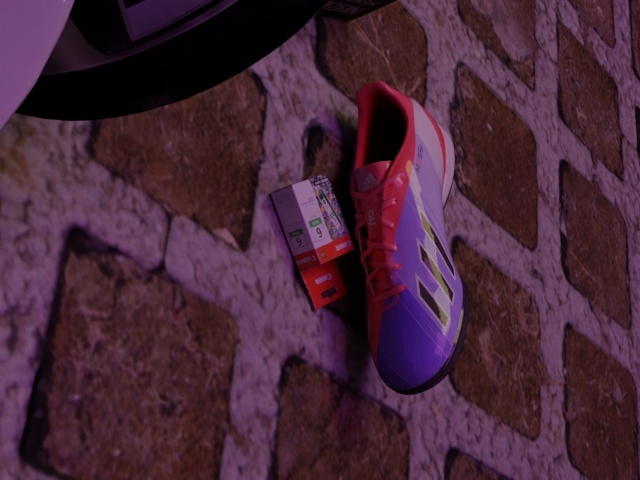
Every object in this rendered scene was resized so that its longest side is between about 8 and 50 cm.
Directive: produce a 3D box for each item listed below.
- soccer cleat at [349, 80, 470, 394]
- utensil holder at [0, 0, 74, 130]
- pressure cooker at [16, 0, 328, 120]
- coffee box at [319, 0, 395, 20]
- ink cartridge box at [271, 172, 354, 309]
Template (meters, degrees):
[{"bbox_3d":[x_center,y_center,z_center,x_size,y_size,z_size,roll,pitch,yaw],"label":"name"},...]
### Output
[{"bbox_3d":[0.070,-0.008,1.148,0.116,0.108,0.318,42,40,-42],"label":"soccer cleat"},{"bbox_3d":[-0.311,-0.103,0.410,0.327,0.385,0.328,19,64,-45],"label":"utensil holder"},{"bbox_3d":[-0.148,-0.284,0.718,0.420,0.369,0.376,61,32,-55],"label":"pressure cooker"},{"bbox_3d":[-0.003,-0.304,1.138,0.297,0.168,0.119,-2,76,-55],"label":"coffee box"},{"bbox_3d":[0.000,0.000,1.119,0.063,0.029,0.115,-23,93,-55],"label":"ink cartridge box"}]
